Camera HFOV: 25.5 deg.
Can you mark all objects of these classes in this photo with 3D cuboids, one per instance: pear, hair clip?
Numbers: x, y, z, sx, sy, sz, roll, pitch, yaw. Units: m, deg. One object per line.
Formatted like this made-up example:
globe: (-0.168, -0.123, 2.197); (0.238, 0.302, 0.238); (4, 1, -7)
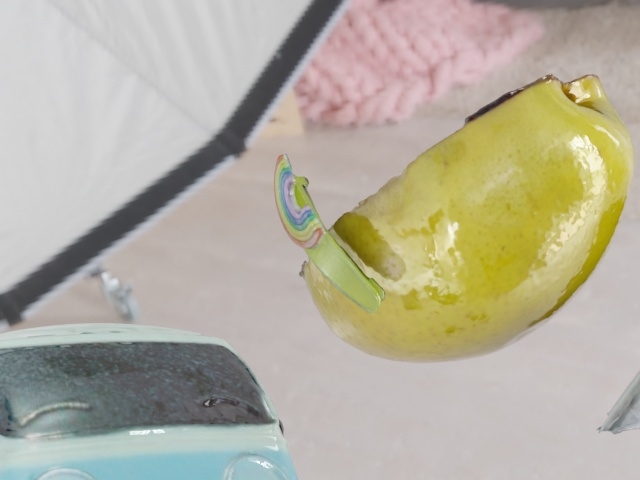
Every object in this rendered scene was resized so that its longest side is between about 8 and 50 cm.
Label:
pear: (0.181, 0.011, 1.497); (0.340, 0.191, 0.386); (-13, -22, -49)
hair clip: (0.000, 0.000, 1.392); (0.033, 0.060, 0.188); (-21, 60, -29)

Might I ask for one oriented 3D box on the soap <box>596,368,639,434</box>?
soap: (0.518, 0.174, 1.652); (0.258, 0.302, 0.159); (37, 11, 10)

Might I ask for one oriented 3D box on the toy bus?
toy bus: (-0.110, 0.136, 0.566); (0.133, 0.271, 0.164); (1, 60, -30)
